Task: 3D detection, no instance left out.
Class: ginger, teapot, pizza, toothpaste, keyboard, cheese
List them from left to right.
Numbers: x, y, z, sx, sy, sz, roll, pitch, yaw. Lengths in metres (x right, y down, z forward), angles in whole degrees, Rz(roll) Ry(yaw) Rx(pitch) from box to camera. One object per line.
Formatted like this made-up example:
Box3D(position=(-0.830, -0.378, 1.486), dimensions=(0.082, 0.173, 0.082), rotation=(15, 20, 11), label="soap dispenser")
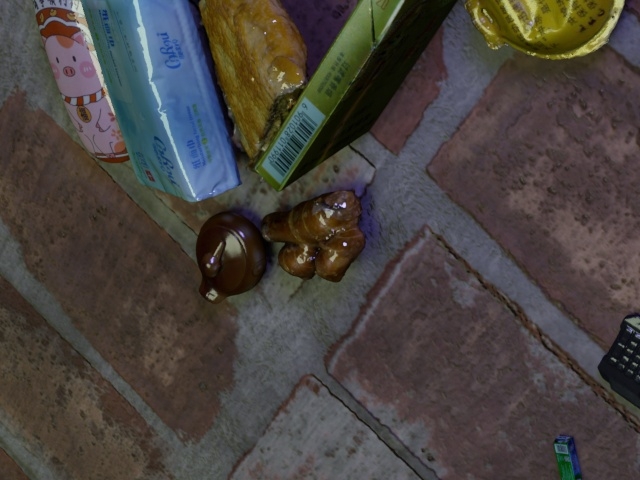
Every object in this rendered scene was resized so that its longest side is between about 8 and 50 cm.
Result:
Box3D(position=(-0.120, 0.025, 1.911), dimensions=(0.098, 0.078, 0.129), rotation=(40, 135, 16), label="teapot")
Box3D(position=(-0.072, -0.188, 1.728), dimensions=(0.288, 0.075, 0.280), rotation=(90, 156, -54), label="pizza")
Box3D(position=(0.000, 0.000, 1.802), dimensions=(0.162, 0.073, 0.103), rotation=(-15, 91, 51), label="ginger")
Box3D(position=(0.284, 0.262, 1.753), dimensions=(0.020, 0.017, 0.083), rotation=(2, 116, 37), label="toothpaste")
Box3D(position=(0.244, -0.260, 1.439), dimensions=(0.250, 0.064, 0.157), rotation=(-30, 95, 37), label="cheese")
Box3D(position=(0.410, 0.180, 1.595), dimensions=(0.262, 0.016, 0.106), rotation=(36, 133, 19), label="keyboard")

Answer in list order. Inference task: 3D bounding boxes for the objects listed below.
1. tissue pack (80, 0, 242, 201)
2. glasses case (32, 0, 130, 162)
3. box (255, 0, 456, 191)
Box3D(position=(-0.193, -0.185, 1.810), dimensions=(0.177, 0.089, 0.263), rotation=(18, 130, 57), label="tissue pack")
Box3D(position=(-0.287, -0.223, 1.912), dimensions=(0.103, 0.067, 0.267), rotation=(-1, 114, 40), label="glasses case")
Box3D(position=(0.054, -0.187, 1.565), dimensions=(0.043, 0.173, 0.311), rotation=(44, 135, 9), label="box")
